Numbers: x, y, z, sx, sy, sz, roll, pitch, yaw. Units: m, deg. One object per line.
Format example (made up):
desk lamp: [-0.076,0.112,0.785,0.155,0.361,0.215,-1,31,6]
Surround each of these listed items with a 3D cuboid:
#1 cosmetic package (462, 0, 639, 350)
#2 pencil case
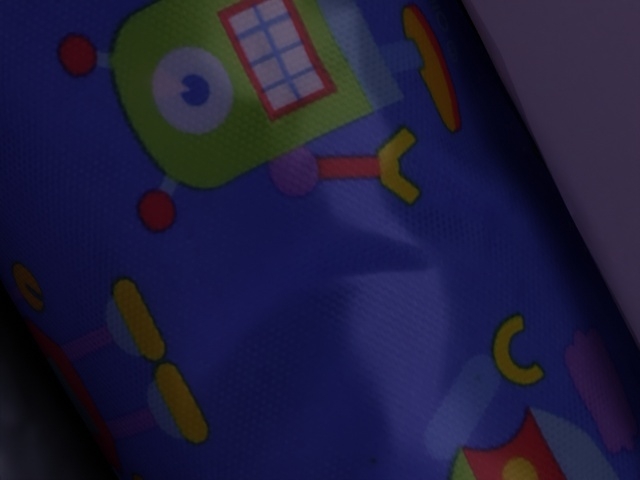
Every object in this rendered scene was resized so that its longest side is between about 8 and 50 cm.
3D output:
cosmetic package: [0.267,-0.062,0.378,0.327,0.329,0.393,-28,90,-52]
pencil case: [0.000,0.000,0.393,0.133,0.119,0.306,-30,93,-2]
